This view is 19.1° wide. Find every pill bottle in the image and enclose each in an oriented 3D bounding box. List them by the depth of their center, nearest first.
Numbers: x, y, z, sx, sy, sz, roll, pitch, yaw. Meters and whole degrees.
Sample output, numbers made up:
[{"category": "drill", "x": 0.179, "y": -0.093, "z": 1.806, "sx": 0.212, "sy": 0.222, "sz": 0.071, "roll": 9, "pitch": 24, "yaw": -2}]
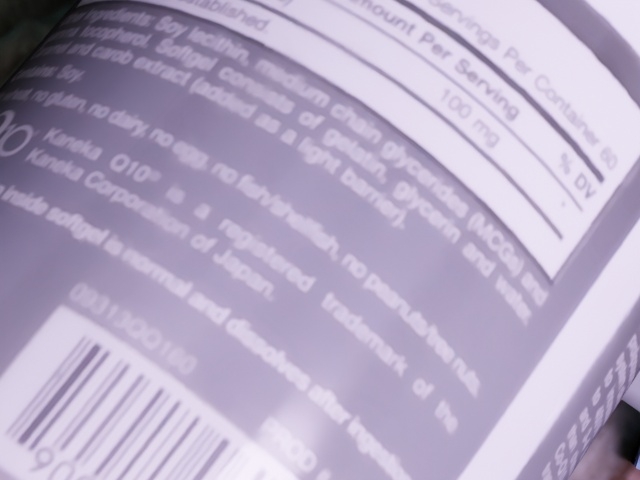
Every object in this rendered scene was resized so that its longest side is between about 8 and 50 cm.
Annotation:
[{"category": "pill bottle", "x": 0.000, "y": 0.000, "z": 0.589, "sx": 0.210, "sy": 0.210, "sz": 0.363, "roll": 36, "pitch": 68, "yaw": 5}]

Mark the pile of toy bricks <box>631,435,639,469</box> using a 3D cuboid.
[{"category": "pile of toy bricks", "x": 0.109, "y": 0.045, "z": 0.816, "sx": 0.118, "sy": 0.105, "sz": 0.212, "roll": 17, "pitch": 90, "yaw": 6}]

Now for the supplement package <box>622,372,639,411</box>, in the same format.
[{"category": "supplement package", "x": 0.288, "y": 0.025, "z": 0.706, "sx": 0.262, "sy": 0.198, "sz": 0.199, "roll": 37, "pitch": 59, "yaw": 11}]
